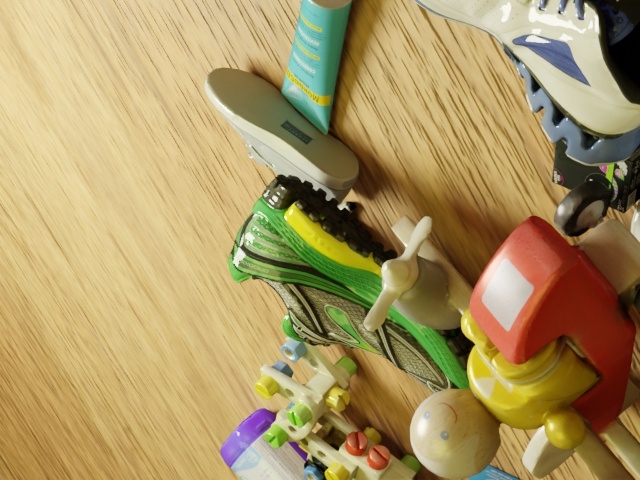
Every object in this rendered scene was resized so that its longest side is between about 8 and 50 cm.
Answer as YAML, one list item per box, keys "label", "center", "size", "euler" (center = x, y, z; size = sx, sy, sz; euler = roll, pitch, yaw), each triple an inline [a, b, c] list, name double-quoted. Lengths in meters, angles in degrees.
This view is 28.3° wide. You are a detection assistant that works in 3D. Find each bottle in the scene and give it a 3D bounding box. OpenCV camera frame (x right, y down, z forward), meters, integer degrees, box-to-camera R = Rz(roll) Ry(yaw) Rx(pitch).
- label: "bottle"
  center: [-0.028, 0.388, 1.925]
  size: [0.283, 0.092, 0.118]
  euler: [47, 144, 9]

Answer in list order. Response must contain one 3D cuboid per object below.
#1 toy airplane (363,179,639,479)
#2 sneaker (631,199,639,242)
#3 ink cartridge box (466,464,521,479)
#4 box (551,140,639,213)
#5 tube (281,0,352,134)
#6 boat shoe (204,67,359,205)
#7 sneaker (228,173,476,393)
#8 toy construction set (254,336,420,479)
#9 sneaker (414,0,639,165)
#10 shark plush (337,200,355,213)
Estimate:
- label: "toy airplane"
  center: [0.208, 0.149, 1.249]
  size: [0.384, 0.272, 0.386]
  euler: [61, 168, -11]
- label: "sneaker"
  center: [0.337, -0.039, 1.118]
  size: [0.090, 0.115, 0.232]
  euler: [48, 145, 7]
- label: "ink cartridge box"
  center: [0.205, 0.388, 1.563]
  size: [0.148, 0.203, 0.085]
  euler: [22, 135, 37]
- label: "box"
  center: [0.272, -0.076, 1.216]
  size: [0.083, 0.052, 0.062]
  euler: [28, 137, 32]
- label: "tube"
  center: [-0.005, -0.209, 1.429]
  size: [0.080, 0.052, 0.207]
  euler: [49, 152, 22]
- label: "boat shoe"
  center: [-0.056, -0.119, 1.531]
  size: [0.227, 0.079, 0.081]
  euler: [39, 138, 14]
- label: "sneaker"
  center: [0.046, 0.078, 1.472]
  size: [0.343, 0.134, 0.146]
  euler: [39, 108, -1]
- label: "toy construction set"
  center: [0.050, 0.284, 1.712]
  size: [0.327, 0.151, 0.215]
  euler: [48, 149, 26]
- label: "sneaker"
  center: [0.205, -0.217, 1.086]
  size: [0.315, 0.127, 0.182]
  euler: [46, 158, -2]
- label: "shark plush"
  center: [0.000, 0.000, 1.596]
  size: [0.161, 0.073, 0.067]
  euler: [-2, 148, 44]
